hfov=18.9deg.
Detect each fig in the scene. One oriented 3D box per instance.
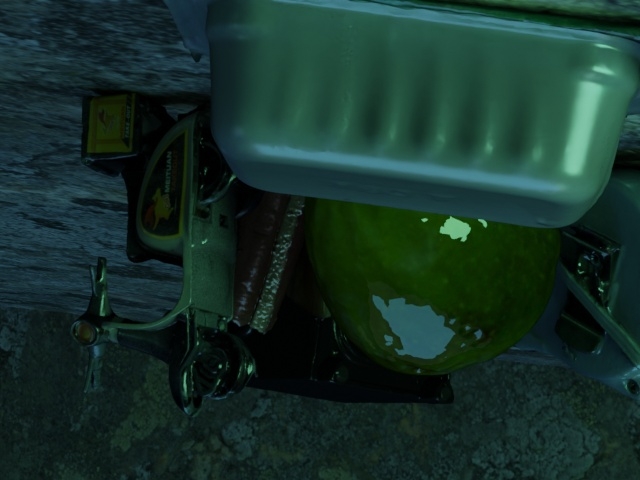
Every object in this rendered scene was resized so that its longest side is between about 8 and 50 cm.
[{"bbox_3d":[0.059,-0.022,1.481,0.206,0.206,0.275,4,150,33],"label":"fig"}]

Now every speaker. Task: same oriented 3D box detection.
[{"bbox_3d":[0.024,0.108,2.450,0.232,0.184,0.254,13,168,-35],"label":"speaker"}]

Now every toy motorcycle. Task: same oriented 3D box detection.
[{"bbox_3d":[-0.123,0.012,1.557,0.157,0.263,0.091,-2,169,21],"label":"toy motorcycle"}]

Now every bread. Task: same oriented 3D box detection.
[{"bbox_3d":[-0.047,-0.027,1.750,0.067,0.192,0.119,6,-149,-26],"label":"bread"}]

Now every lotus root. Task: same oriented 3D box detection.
[{"bbox_3d":[0.003,-0.003,1.822,0.095,0.135,0.159,7,-174,16],"label":"lotus root"}]

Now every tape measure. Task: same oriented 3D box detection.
[{"bbox_3d":[0.244,0.030,1.559,0.107,0.181,0.182,-8,-161,-34],"label":"tape measure"}]

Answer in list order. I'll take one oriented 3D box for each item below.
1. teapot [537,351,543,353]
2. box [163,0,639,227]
[{"bbox_3d":[0.174,0.057,2.005,0.239,0.149,0.162,14,170,-34],"label":"teapot"},{"bbox_3d":[0.063,-0.079,1.239,0.336,0.106,0.264,7,172,4],"label":"box"}]
